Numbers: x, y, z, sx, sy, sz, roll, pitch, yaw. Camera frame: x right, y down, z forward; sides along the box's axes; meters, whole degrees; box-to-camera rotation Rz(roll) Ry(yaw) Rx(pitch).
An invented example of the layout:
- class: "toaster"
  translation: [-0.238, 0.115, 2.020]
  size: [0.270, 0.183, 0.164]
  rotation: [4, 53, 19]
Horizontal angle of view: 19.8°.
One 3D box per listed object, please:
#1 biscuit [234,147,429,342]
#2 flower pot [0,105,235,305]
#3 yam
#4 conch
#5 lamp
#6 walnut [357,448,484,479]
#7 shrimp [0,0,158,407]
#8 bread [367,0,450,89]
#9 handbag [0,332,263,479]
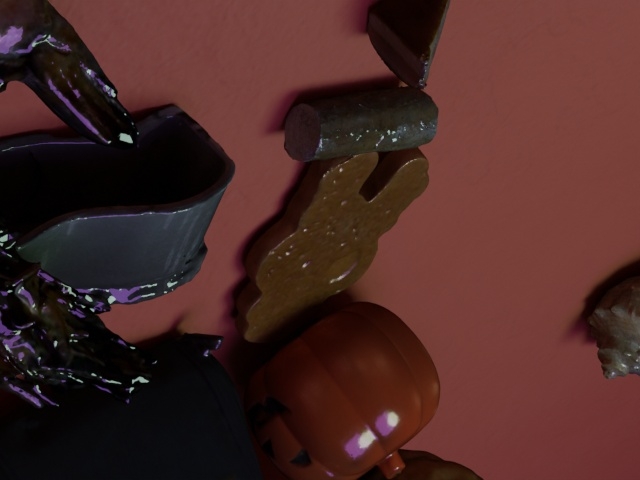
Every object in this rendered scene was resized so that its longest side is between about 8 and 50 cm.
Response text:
- class: "biscuit"
  translation: [0.002, 0.001, 1.647]
  size: [0.144, 0.040, 0.236]
  rotation: [9, 129, -42]
- class: "flower pot"
  translation: [-0.179, -0.013, 1.368]
  size: [0.229, 0.103, 0.108]
  rotation: [-16, 144, -34]
- class: "yam"
  translation: [0.034, -0.097, 1.530]
  size: [0.132, 0.054, 0.054]
  rotation: [-11, 141, -36]
- class: "conch"
  translation: [0.408, 0.084, 2.126]
  size: [0.245, 0.163, 0.178]
  rotation: [-46, -174, -19]
- class: "lamp"
  translation: [0.025, 0.155, 1.732]
  size: [0.188, 0.164, 0.187]
  rotation: [-35, 174, -4]
- class: "walnut"
  translation: [0.055, 0.373, 1.788]
  size: [0.306, 0.306, 0.344]
  rotation: [-60, 176, 33]
- class: "shrimp"
  translation: [-0.212, -0.036, 1.206]
  size: [0.233, 0.071, 0.365]
  rotation: [-46, 117, 5]
- class: "bread"
  translation: [0.067, -0.167, 1.471]
  size: [0.062, 0.109, 0.043]
  rotation: [10, 137, 5]
- class: "handbag"
  translation: [-0.172, 0.252, 1.598]
  size: [0.302, 0.178, 0.275]
  rotation: [-24, 139, -41]
